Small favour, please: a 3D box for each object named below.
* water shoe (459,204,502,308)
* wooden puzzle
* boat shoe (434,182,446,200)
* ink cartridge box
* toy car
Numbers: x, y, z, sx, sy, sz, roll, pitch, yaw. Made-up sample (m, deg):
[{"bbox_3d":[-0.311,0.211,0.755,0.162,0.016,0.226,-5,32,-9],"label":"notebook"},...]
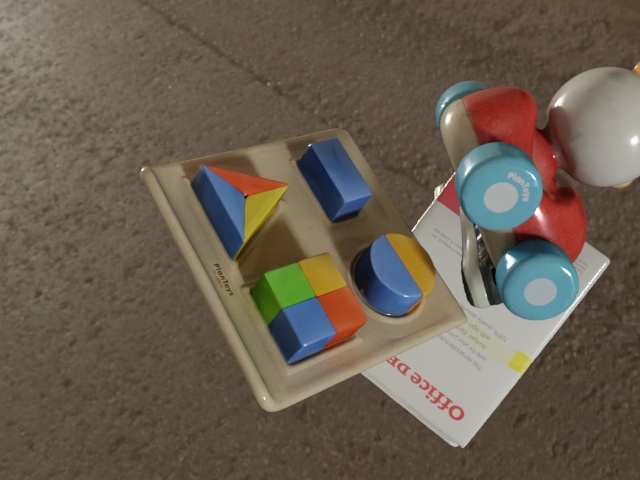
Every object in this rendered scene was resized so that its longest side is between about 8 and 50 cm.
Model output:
[{"bbox_3d":[0.217,0.002,0.911,0.080,0.073,0.203,-9,44,18],"label":"water shoe"},{"bbox_3d":[0.000,0.000,0.891,0.347,0.080,0.322,-16,66,-39],"label":"wooden puzzle"},{"bbox_3d":[0.262,-0.035,1.443,0.072,0.068,0.190,-15,61,36],"label":"boat shoe"},{"bbox_3d":[0.245,0.103,1.245,0.279,0.160,0.385,38,98,12],"label":"ink cartridge box"},{"bbox_3d":[0.255,-0.078,0.720,0.237,0.210,0.219,-22,25,15],"label":"toy car"}]
